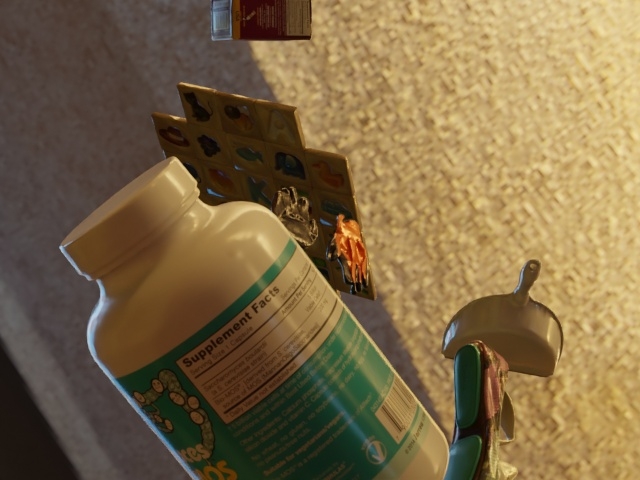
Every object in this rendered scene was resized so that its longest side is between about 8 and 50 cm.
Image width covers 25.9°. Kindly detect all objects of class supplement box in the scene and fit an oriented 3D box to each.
[{"bbox_3d":[-0.056,-0.211,1.326,0.055,0.083,0.043,11,-77,62],"label":"supplement box"}]

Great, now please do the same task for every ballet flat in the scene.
[{"bbox_3d":[0.176,0.217,1.505,0.079,0.222,0.077,24,-31,-25],"label":"ballet flat"}]

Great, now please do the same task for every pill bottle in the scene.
[{"bbox_3d":[-0.047,0.078,0.882,0.264,0.146,0.146,53,-33,-11],"label":"pill bottle"}]

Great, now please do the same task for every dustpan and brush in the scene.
[{"bbox_3d":[0.232,0.089,1.660,0.147,0.060,0.211,11,-26,0],"label":"dustpan and brush"}]

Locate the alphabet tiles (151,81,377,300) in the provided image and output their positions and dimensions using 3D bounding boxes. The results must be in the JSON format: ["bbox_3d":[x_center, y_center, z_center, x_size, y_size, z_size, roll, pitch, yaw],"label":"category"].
[{"bbox_3d":[-0.070,-0.043,1.742,0.285,0.011,0.343,15,-42,29],"label":"alphabet tiles"}]

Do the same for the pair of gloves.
[{"bbox_3d":[0.000,0.000,0.967,0.083,0.074,0.010,27,-55,-27],"label":"pair of gloves"}]
